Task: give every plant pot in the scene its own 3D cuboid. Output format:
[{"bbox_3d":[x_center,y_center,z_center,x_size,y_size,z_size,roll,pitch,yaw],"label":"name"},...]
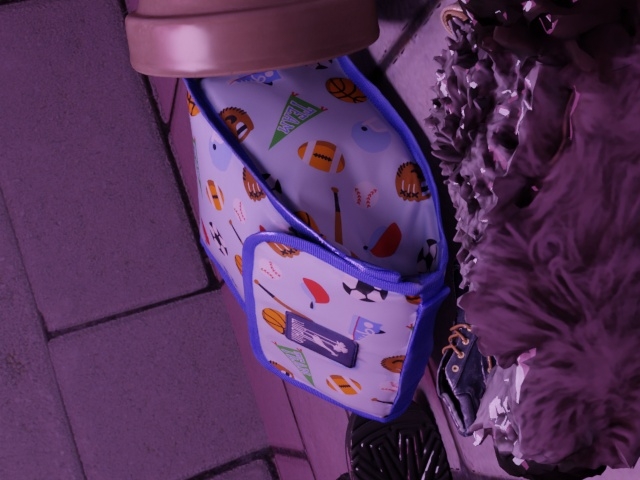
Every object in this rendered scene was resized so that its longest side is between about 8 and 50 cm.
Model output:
[{"bbox_3d":[-0.079,-0.302,0.884,0.263,0.263,0.229,-141,41,-64],"label":"plant pot"}]

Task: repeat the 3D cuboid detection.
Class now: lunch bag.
[{"bbox_3d":[0.000,0.000,1.049,0.385,0.239,0.328,54,158,28],"label":"lunch bag"}]

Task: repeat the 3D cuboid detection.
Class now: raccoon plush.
[{"bbox_3d":[0.145,-0.086,0.457,0.299,0.216,0.446,-87,-14,-78],"label":"raccoon plush"}]

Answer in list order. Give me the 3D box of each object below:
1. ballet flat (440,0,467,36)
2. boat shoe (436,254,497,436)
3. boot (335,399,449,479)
[{"bbox_3d":[0.149,-0.135,0.722,0.057,0.052,0.168,98,151,-56],"label":"ballet flat"},{"bbox_3d":[0.152,0.105,0.897,0.065,0.083,0.183,140,112,-73],"label":"boat shoe"},{"bbox_3d":[0.088,0.364,1.292,0.260,0.131,0.348,-169,63,-72],"label":"boot"}]
